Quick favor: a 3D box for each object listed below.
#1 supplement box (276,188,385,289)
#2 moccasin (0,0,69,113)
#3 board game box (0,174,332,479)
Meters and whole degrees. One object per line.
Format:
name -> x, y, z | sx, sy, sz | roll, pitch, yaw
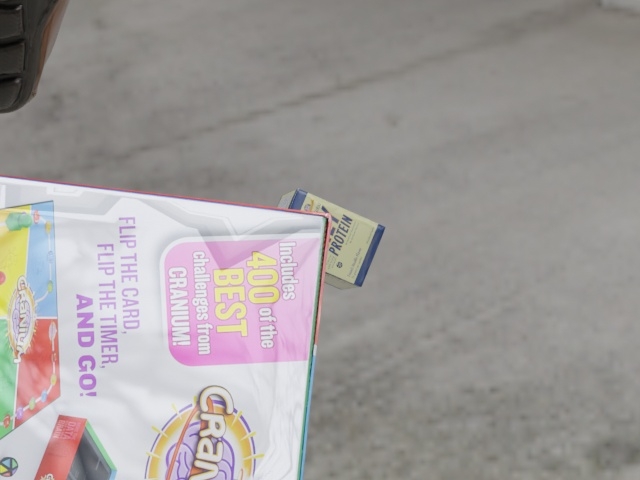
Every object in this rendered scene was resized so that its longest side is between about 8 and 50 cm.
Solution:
supplement box -> 0.000, 0.000, 1.552 | 0.083, 0.056, 0.083 | 23, -7, -8
moccasin -> -0.184, -0.248, 1.185 | 0.139, 0.380, 0.147 | 12, 50, -4
board game box -> -0.163, 0.088, 0.972 | 0.316, 0.242, 0.064 | 8, -15, -5
